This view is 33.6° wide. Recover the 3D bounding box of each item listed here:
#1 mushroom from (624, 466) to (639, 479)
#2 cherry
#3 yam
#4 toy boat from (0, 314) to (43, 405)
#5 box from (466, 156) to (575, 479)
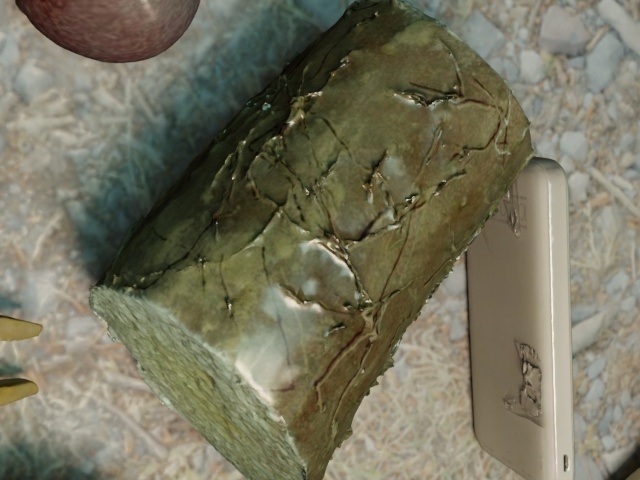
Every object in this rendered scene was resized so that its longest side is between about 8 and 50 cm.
[{"bbox_3d":[0.451,0.201,1.014,0.336,0.314,0.314,-37,111,9],"label":"mushroom"},{"bbox_3d":[-0.154,-0.203,0.741,0.140,0.176,0.176,-14,105,7],"label":"cherry"},{"bbox_3d":[0.000,0.000,0.801,0.241,0.241,0.348,42,76,-22],"label":"yam"},{"bbox_3d":[-0.310,0.101,0.693,0.310,0.115,0.089,-7,107,-58],"label":"toy boat"},{"bbox_3d":[0.171,0.067,0.927,0.044,0.142,0.285,-8,101,-20],"label":"box"}]
